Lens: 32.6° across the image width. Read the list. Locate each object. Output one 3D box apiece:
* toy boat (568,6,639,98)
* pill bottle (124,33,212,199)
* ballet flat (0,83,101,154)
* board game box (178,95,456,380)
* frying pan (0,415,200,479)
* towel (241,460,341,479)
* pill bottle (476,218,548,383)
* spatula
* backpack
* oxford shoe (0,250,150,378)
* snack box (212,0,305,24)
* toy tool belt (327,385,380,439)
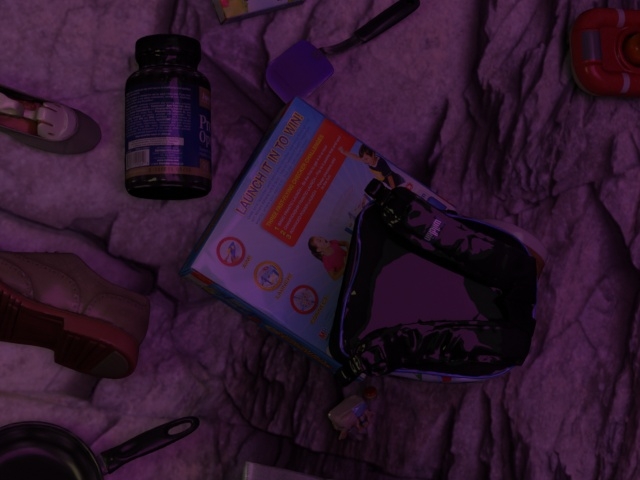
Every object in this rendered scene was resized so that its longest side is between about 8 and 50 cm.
[{"bbox_3d":[0.539,-0.322,1.823,0.231,0.151,0.151,-1,83,-20],"label":"toy boat"},{"bbox_3d":[-0.215,-0.173,1.548,0.122,0.123,0.219,2,82,-19],"label":"pill bottle"},{"bbox_3d":[-0.405,-0.171,1.510,0.213,0.068,0.072,16,78,-17],"label":"ballet flat"},{"bbox_3d":[0.000,0.000,1.620,0.302,0.086,0.308,34,73,-12],"label":"board game box"},{"bbox_3d":[-0.342,0.296,1.467,0.197,0.053,0.326,41,59,8],"label":"frying pan"},{"bbox_3d":[-0.052,0.479,1.495,0.248,0.038,0.325,26,70,-51],"label":"towel"},{"bbox_3d":[0.247,0.094,1.671,0.131,0.131,0.229,30,74,-13],"label":"pill bottle"},{"bbox_3d":[0.043,-0.310,1.707,0.296,0.030,0.084,-35,71,-24],"label":"spatula"},{"bbox_3d":[0.157,0.082,1.501,0.263,0.213,0.277,12,84,-1],"label":"backpack"},{"bbox_3d":[-0.396,0.065,1.475,0.348,0.123,0.130,28,48,-13],"label":"oxford shoe"},{"bbox_3d":[-0.100,-0.395,1.666,0.141,0.037,0.100,-19,90,-21],"label":"snack box"},{"bbox_3d":[0.054,0.258,1.629,0.083,0.052,0.051,-32,125,-18],"label":"toy tool belt"}]
